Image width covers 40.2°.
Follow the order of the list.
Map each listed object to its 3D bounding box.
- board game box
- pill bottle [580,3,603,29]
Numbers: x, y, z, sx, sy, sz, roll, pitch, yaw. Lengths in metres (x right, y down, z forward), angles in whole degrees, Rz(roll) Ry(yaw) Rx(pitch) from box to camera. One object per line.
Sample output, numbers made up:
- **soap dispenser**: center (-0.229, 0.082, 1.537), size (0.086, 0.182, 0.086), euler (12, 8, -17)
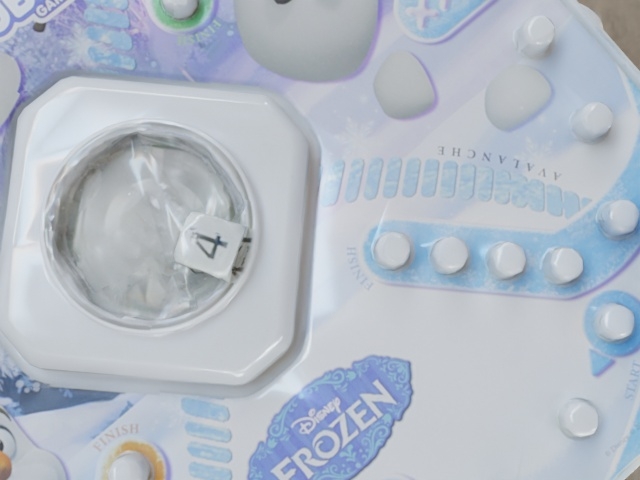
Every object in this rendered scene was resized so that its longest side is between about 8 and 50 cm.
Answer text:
- **board game box**: center (-0.065, -0.006, 0.333), size (0.390, 0.050, 0.390), euler (-40, 87, -5)
- **pill bottle**: center (0.122, -0.073, 0.484), size (0.065, 0.065, 0.116), euler (36, 64, -37)
